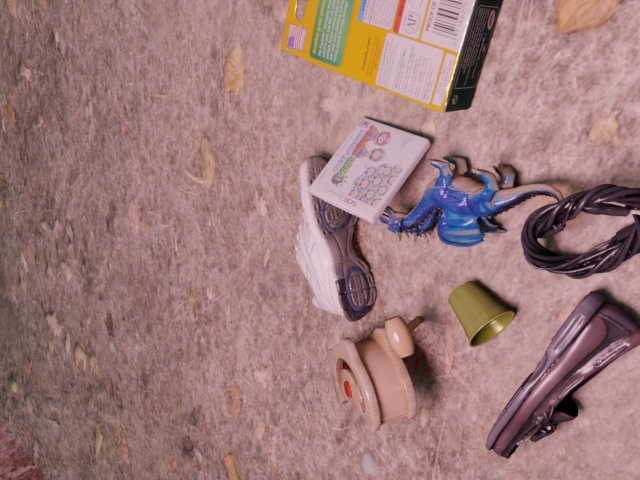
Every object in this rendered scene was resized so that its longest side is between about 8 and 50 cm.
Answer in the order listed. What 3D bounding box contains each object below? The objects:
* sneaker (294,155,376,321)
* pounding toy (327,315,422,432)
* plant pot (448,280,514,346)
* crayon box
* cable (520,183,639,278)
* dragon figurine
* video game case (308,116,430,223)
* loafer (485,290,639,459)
[{"bbox_3d":[0.000,0.000,1.145,0.129,0.111,0.297,-3,99,48],"label":"sneaker"},{"bbox_3d":[0.118,0.221,1.078,0.269,0.155,0.154,120,134,-69],"label":"pounding toy"},{"bbox_3d":[0.237,0.106,0.991,0.079,0.083,0.083,54,131,31],"label":"plant pot"},{"bbox_3d":[0.098,-0.341,0.972,0.323,0.083,0.203,30,120,31],"label":"crayon box"},{"bbox_3d":[0.336,-0.006,0.829,0.184,0.151,0.047,-27,46,43],"label":"cable"},{"bbox_3d":[0.221,-0.041,0.950,0.289,0.085,0.144,17,113,38],"label":"dragon figurine"},{"bbox_3d":[0.075,-0.115,1.026,0.143,0.019,0.157,29,78,40],"label":"video game case"},{"bbox_3d":[0.337,0.213,0.914,0.095,0.109,0.302,36,121,23],"label":"loafer"}]
